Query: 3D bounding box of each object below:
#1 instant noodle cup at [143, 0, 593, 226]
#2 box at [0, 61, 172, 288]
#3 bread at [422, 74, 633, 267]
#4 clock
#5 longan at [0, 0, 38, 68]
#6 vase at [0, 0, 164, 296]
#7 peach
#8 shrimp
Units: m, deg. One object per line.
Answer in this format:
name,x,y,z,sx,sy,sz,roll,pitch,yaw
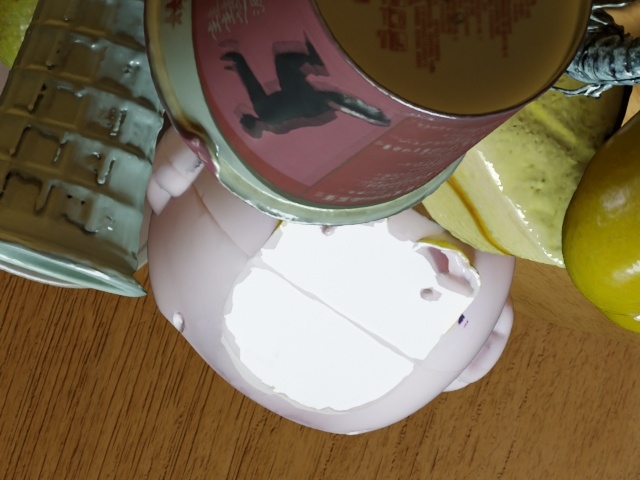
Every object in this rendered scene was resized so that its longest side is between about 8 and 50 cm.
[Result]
instant noodle cup,0.036,-0.136,1.039,0.235,0.235,0.178,20,163,-20
box,-0.285,-0.109,1.827,0.301,0.301,0.216,21,180,-24
bread,0.080,-0.098,1.404,0.264,0.163,0.167,20,175,-24
clock,0.000,0.000,1.696,0.368,0.250,0.377,33,-162,-15
longan,-0.211,-0.201,1.419,0.176,0.145,0.155,34,125,-27
vase,-0.134,-0.126,1.146,0.143,0.299,0.143,17,174,2
peach,0.292,-0.020,1.311,0.251,0.153,0.251,-15,147,-10
shrimp,0.183,-0.137,1.231,0.174,0.076,0.082,10,147,48
